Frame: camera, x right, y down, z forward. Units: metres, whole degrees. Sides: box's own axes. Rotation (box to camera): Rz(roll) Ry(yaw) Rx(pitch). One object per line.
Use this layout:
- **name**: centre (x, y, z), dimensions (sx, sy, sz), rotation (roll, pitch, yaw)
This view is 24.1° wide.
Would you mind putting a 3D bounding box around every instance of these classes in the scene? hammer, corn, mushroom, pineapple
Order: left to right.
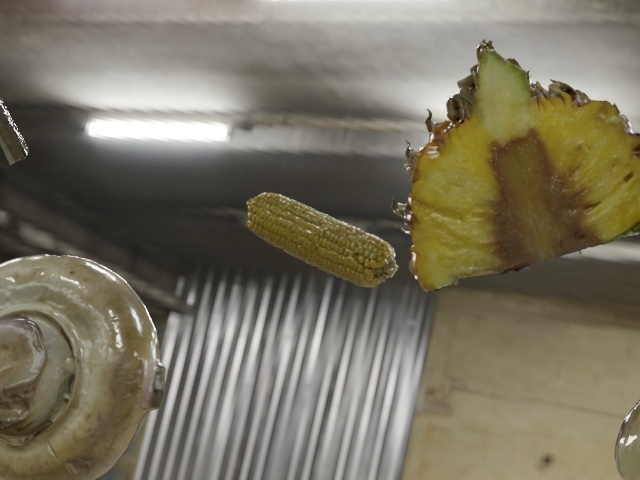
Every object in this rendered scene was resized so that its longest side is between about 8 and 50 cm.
- **hammer**: centre (-0.413, -0.194, 1.797), dimensions (0.027, 0.125, 0.297), rotation (2, -39, 18)
- **mushroom**: centre (-0.275, 0.129, 1.507), dimensions (0.255, 0.255, 0.184), rotation (9, -16, 16)
- **corn**: centre (0.000, 0.000, 2.133), dimensions (0.238, 0.080, 0.080), rotation (23, -11, 15)
- **pineapple**: centre (0.241, -0.123, 1.859), dimensions (0.344, 0.286, 0.209), rotation (-16, 13, 6)

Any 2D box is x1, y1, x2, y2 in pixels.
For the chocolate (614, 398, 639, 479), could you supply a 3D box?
- **chocolate**: centre (0.550, 0.253, 1.914), dimensions (0.297, 0.326, 0.314), rotation (31, -36, 7)
